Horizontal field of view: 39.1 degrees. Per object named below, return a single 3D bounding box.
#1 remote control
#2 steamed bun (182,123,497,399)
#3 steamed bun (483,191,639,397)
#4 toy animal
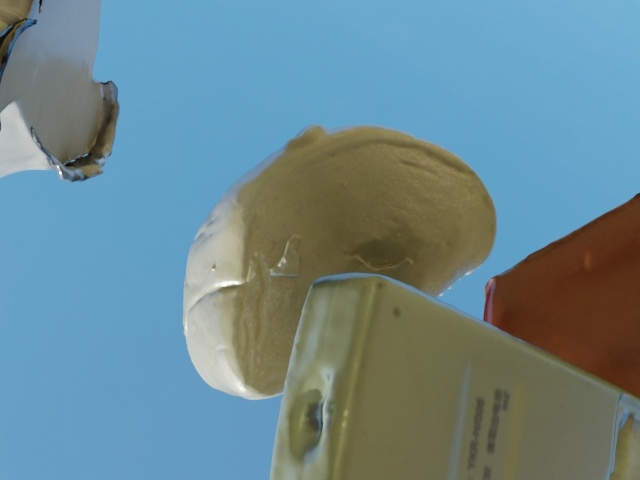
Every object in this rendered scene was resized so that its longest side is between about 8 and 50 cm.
[{"bbox_3d":[0.092,0.110,0.428,0.285,0.038,0.123,23,-110,-42],"label":"remote control"},{"bbox_3d":[-0.005,-0.001,1.044,0.384,0.247,0.236,-33,-83,-16],"label":"steamed bun"},{"bbox_3d":[0.331,0.077,0.737,0.379,0.235,0.248,-27,-107,3],"label":"steamed bun"},{"bbox_3d":[-0.298,-0.148,0.531,0.358,0.258,0.193,13,-84,2],"label":"toy animal"}]
